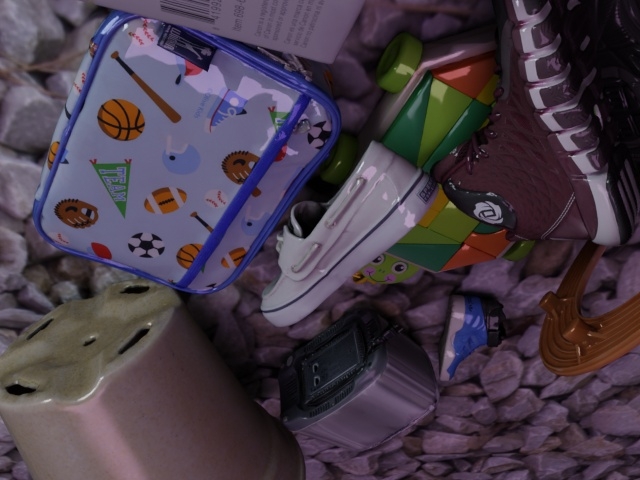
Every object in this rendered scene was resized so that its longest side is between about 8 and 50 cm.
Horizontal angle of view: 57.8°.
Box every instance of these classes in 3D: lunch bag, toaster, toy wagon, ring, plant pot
[{"bbox_3d":[-0.125,-0.087,0.574,0.243,0.115,0.303,25,124,-24],"label":"lunch bag"},{"bbox_3d":[0.059,0.193,0.799,0.227,0.129,0.146,-40,124,23],"label":"toaster"},{"bbox_3d":[0.135,-0.054,0.640,0.267,0.068,0.344,22,124,-19],"label":"toy wagon"},{"bbox_3d":[0.303,-0.021,0.536,0.032,0.336,0.336,36,124,8],"label":"ring"},{"bbox_3d":[-0.222,0.228,0.718,0.334,0.334,0.305,-15,116,9],"label":"plant pot"}]

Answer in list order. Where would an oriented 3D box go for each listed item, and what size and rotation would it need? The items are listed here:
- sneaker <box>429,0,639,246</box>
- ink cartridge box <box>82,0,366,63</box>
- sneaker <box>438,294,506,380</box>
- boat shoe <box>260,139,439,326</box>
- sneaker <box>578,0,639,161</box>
[{"bbox_3d":[0.149,-0.108,0.495,0.162,0.106,0.281,-10,113,43],"label":"sneaker"},{"bbox_3d":[-0.134,-0.268,0.313,0.385,0.160,0.279,10,170,-11],"label":"ink cartridge box"},{"bbox_3d":[0.213,0.142,0.806,0.085,0.058,0.152,5,122,4],"label":"sneaker"},{"bbox_3d":[0.000,0.000,0.592,0.088,0.096,0.267,40,136,-9],"label":"boat shoe"},{"bbox_3d":[0.254,-0.217,0.501,0.109,0.130,0.286,3,124,53],"label":"sneaker"}]
